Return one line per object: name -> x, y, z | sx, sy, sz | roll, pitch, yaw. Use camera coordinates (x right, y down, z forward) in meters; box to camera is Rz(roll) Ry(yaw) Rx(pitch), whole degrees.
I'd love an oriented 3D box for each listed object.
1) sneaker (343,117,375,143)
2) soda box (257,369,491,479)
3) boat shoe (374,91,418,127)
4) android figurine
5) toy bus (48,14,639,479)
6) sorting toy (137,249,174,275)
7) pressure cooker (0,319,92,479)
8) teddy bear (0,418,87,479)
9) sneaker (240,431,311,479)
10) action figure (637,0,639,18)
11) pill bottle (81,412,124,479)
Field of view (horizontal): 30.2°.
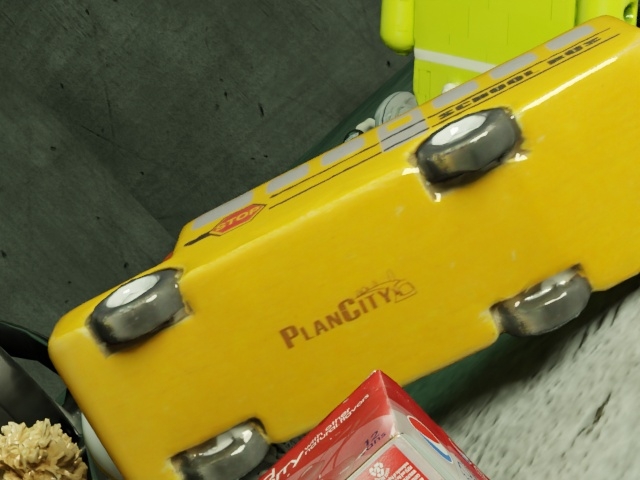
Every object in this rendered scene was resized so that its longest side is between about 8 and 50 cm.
sneaker -> 0.053, -0.094, 1.561 | 0.085, 0.086, 0.237 | -39, 10, 25
soda box -> -0.040, 0.178, 0.483 | 0.263, 0.083, 0.092 | -43, 8, 5
boat shoe -> 0.113, -0.126, 1.498 | 0.075, 0.083, 0.226 | -26, 27, 31
android figurine -> 0.140, -0.170, 0.913 | 0.056, 0.273, 0.248 | -14, 26, -37
toy bus -> 0.031, 0.007, 0.620 | 0.332, 0.108, 0.130 | -26, 17, 7
sorting toy -> 0.000, 0.000, 0.915 | 0.307, 0.041, 0.229 | -22, 16, -2
pressure cooker -> -0.387, 0.227, 1.016 | 0.420, 0.370, 0.375 | -47, -1, -32
teddy bear -> -0.197, 0.237, 0.693 | 0.338, 0.113, 0.245 | -116, 32, -75
sneaker -> -0.010, 0.135, 0.639 | 0.132, 0.086, 0.229 | -27, 24, 44
action figure -> 0.249, -0.244, 1.014 | 0.341, 0.179, 0.330 | -28, 0, -4
pill bottle -> -0.101, 0.128, 0.775 | 0.103, 0.103, 0.184 | -48, -20, -31
